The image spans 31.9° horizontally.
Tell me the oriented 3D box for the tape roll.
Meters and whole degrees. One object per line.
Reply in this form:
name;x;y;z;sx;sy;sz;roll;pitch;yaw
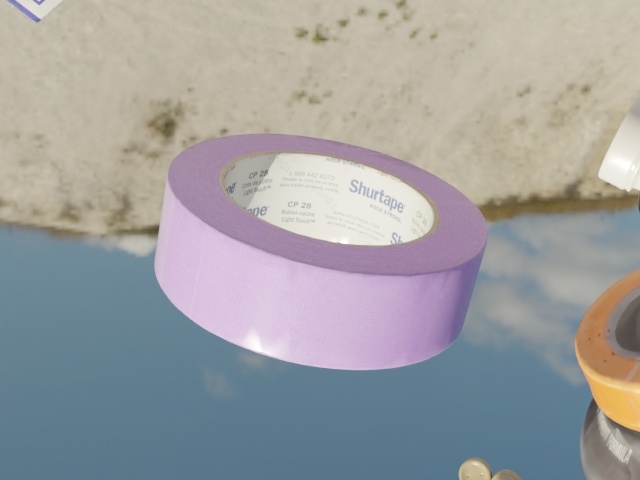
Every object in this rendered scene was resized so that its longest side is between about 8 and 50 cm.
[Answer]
tape roll;0.000;0.000;0.960;0.274;0.090;0.275;10;-154;-5

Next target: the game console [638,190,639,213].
game console;0.242;-0.178;0.506;0.173;0.250;0.293;7;-120;28

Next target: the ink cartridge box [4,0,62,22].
ink cartridge box;-0.178;-0.327;0.716;0.303;0.307;0.072;38;-158;-53

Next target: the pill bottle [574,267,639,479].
pill bottle;0.202;0.124;0.514;0.130;0.246;0.130;-25;-155;12

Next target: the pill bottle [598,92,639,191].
pill bottle;0.411;-0.055;1.109;0.245;0.136;0.136;28;-156;15

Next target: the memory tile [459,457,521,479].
memory tile;0.210;0.310;1.221;0.148;0.113;0.012;18;-171;22
